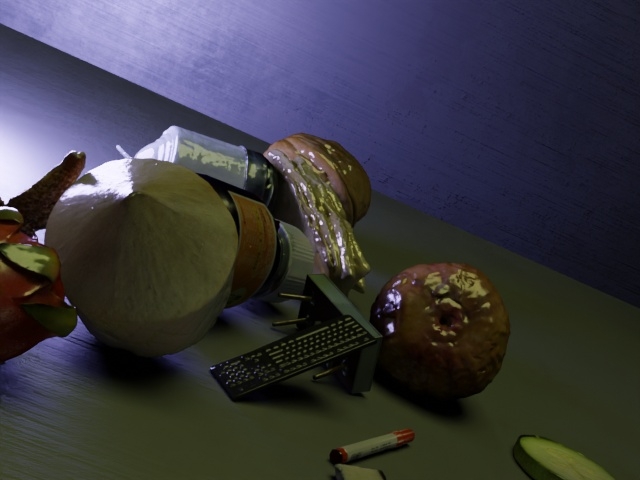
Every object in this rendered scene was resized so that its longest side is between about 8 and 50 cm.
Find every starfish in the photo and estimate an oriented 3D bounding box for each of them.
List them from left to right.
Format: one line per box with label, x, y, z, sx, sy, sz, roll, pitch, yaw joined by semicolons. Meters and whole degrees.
starfish;-0.505;-0.052;1.578;0.375;0.327;0.094;-4;68;-17

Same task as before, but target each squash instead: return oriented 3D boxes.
squash;0.471;0.443;1.867;0.219;0.041;0.219;23;11;-5

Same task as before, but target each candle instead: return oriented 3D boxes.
candle;-0.281;-0.132;2.207;0.343;0.221;0.221;15;18;-25

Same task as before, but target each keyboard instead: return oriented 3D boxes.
keyboard;0.003;0.180;1.657;0.381;0.041;0.103;-13;35;-29

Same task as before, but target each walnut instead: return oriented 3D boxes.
walnut;-0.019;-0.141;2.607;0.313;0.252;0.277;43;19;20

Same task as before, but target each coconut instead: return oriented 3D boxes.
coconut;-0.271;0.015;1.498;0.329;0.328;0.329;25;15;-7

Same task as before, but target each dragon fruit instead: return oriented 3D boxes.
dragon fruit;-0.448;0.063;1.267;0.224;0.224;0.227;35;21;30

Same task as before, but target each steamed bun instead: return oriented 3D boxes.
steamed bun;0.000;0.000;2.259;0.189;0.247;0.428;0;42;-31

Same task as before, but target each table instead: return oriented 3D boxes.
table;0.002;0.173;1.837;0.111;0.121;0.240;-3;28;-28

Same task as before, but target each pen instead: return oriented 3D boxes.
pen;0.089;0.334;1.598;0.028;0.028;0.239;35;17;29

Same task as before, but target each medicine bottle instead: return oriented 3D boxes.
medicine bottle;-0.164;0.015;1.858;0.242;0.242;0.395;36;12;31

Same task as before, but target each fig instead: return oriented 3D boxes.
fig;0.246;0.210;2.017;0.286;0.286;0.368;31;-15;18

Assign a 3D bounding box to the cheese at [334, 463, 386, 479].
cheese;0.108;0.428;1.309;0.085;0.034;0.400;14;18;-24
